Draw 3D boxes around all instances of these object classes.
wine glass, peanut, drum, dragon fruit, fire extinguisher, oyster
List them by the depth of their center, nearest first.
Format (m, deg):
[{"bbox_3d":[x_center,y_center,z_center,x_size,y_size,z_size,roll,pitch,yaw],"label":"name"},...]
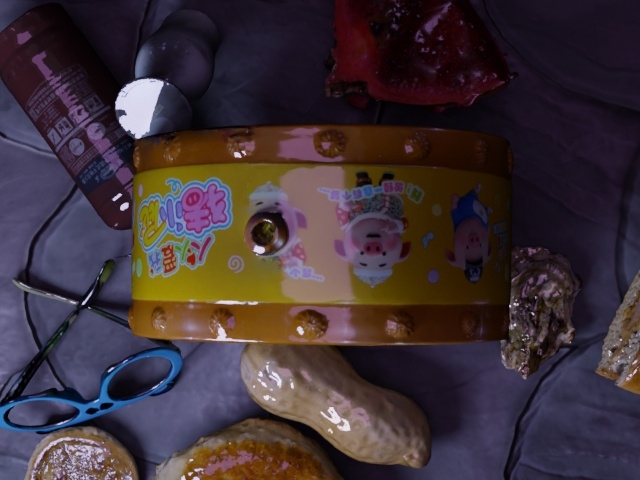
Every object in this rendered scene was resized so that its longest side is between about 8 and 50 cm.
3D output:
[{"bbox_3d":[0.000,0.000,1.308,0.431,0.431,0.214,1,89,1],"label":"drum"},{"bbox_3d":[-0.172,-0.196,1.420,0.093,0.202,0.093,5,125,7],"label":"wine glass"},{"bbox_3d":[0.024,0.192,1.463,0.263,0.101,0.117,32,49,-1],"label":"peanut"},{"bbox_3d":[0.098,-0.237,1.463,0.211,0.134,0.262,-28,74,13],"label":"dragon fruit"},{"bbox_3d":[-0.269,-0.114,1.470,0.135,0.114,0.337,-37,89,13],"label":"fire extinguisher"},{"bbox_3d":[0.269,0.089,1.490,0.108,0.053,0.165,6,83,-9],"label":"oyster"}]

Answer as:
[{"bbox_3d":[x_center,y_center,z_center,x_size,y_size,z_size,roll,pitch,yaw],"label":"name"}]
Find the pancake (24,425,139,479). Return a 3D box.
[{"bbox_3d":[-0.298,0.307,1.510,0.158,0.028,0.158,0,99,2],"label":"pancake"}]

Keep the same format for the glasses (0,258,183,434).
[{"bbox_3d":[-0.303,0.125,1.476,0.239,0.102,0.207,-23,90,2],"label":"glasses"}]

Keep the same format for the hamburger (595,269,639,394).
[{"bbox_3d":[0.458,0.071,1.438,0.157,0.144,0.283,29,89,1],"label":"hamburger"}]

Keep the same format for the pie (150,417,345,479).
[{"bbox_3d":[-0.079,0.373,1.464,0.315,0.092,0.315,-1,102,-3],"label":"pie"}]
